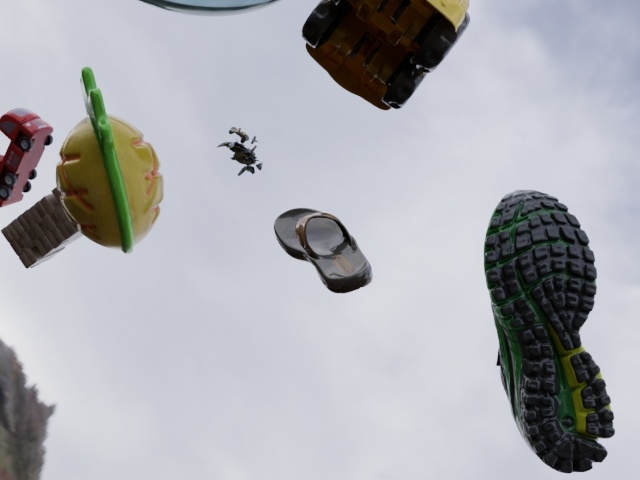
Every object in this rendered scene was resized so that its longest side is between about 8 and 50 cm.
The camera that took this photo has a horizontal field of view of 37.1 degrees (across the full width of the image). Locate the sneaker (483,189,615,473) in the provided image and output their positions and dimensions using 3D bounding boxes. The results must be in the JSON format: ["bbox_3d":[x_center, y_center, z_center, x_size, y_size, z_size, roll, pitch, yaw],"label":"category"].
[{"bbox_3d":[0.259,0.107,1.175,0.134,0.343,0.146,-4,-7,-7],"label":"sneaker"}]

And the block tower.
[{"bbox_3d":[-0.439,-0.064,1.730,0.335,0.091,0.097,-33,-88,28],"label":"block tower"}]

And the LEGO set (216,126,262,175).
[{"bbox_3d":[-0.082,-0.099,1.034,0.054,0.023,0.083,33,-27,-10],"label":"LEGO set"}]

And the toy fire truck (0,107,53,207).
[{"bbox_3d":[-0.459,-0.121,1.326,0.135,0.047,0.192,40,-60,11],"label":"toy fire truck"}]

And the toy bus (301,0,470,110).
[{"bbox_3d":[0.100,-0.280,1.056,0.149,0.211,0.220,36,-24,-2],"label":"toy bus"}]

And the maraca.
[{"bbox_3d":[-0.200,-0.071,0.896,0.127,0.099,0.186,-126,-154,-45],"label":"maraca"}]

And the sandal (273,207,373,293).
[{"bbox_3d":[0.000,0.000,1.316,0.219,0.090,0.060,50,-19,55],"label":"sandal"}]

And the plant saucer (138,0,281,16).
[{"bbox_3d":[-0.153,-0.367,1.138,0.317,0.317,0.044,31,-39,9],"label":"plant saucer"}]
